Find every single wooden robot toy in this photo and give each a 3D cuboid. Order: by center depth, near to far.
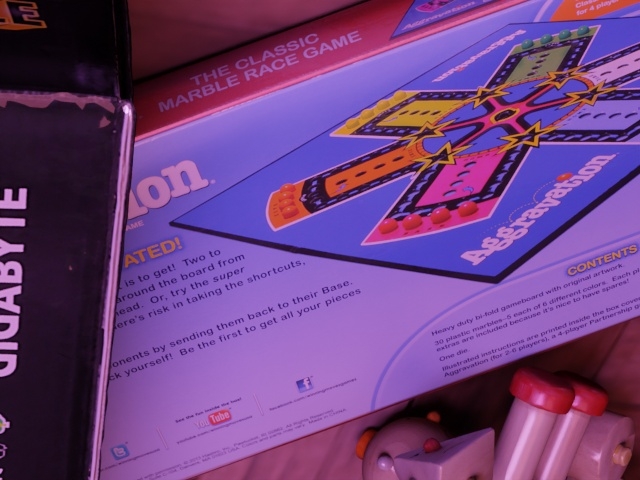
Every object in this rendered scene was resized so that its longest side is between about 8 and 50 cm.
[{"bbox_3d":[0.053,0.074,0.603,0.173,0.079,0.076,13,95,-57],"label":"wooden robot toy"}]

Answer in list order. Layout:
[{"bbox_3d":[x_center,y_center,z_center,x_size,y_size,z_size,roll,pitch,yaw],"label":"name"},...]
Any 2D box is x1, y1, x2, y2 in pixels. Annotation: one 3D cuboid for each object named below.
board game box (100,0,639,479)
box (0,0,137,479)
[{"bbox_3d":[0.000,0.000,0.532,0.281,0.027,0.145,-20,135,-1],"label":"board game box"},{"bbox_3d":[-0.189,0.068,0.463,0.257,0.079,0.322,3,127,-10],"label":"box"}]
